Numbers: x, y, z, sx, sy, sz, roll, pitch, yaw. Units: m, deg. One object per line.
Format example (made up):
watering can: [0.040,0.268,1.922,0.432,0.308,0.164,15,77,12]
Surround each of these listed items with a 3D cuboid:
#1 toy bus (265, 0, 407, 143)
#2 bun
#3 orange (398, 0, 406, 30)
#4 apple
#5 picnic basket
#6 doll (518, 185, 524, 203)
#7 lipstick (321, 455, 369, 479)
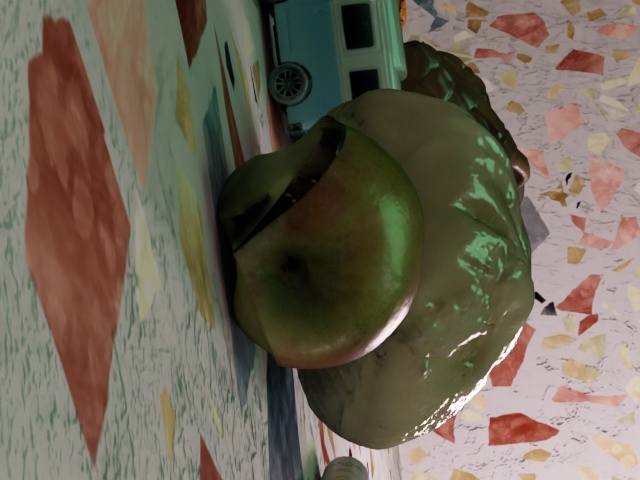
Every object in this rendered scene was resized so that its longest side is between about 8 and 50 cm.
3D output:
toy bus: [0.016,-0.263,1.585,0.133,0.164,0.271,39,43,-82]
bun: [0.096,0.025,1.323,0.359,0.210,0.360,-175,-90,-71]
orange: [0.037,-0.381,2.002,0.234,0.182,0.235,-17,90,-76]
apple: [0.000,0.000,1.086,0.188,0.173,0.207,-66,164,-75]
picnic basket: [0.141,-0.089,1.768,0.337,0.293,0.337,26,57,-50]
doll: [0.211,0.037,2.311,0.382,0.378,0.252,82,-13,-53]
lipstick: [0.021,0.293,1.414,0.264,0.059,0.059,-51,133,-84]
